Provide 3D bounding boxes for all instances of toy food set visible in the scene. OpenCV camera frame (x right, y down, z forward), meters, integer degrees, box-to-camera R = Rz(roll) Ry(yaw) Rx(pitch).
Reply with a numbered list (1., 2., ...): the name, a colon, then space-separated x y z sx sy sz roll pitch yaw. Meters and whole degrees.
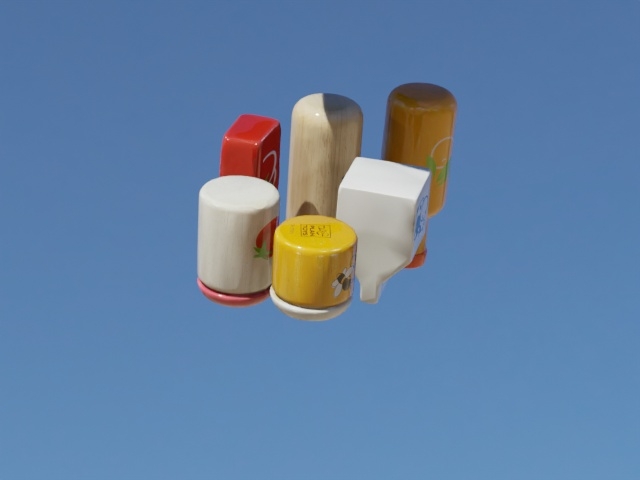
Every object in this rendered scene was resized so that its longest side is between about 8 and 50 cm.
1. toy food set: 0.000 0.000 0.999 0.111 0.232 0.105 9 -64 10
